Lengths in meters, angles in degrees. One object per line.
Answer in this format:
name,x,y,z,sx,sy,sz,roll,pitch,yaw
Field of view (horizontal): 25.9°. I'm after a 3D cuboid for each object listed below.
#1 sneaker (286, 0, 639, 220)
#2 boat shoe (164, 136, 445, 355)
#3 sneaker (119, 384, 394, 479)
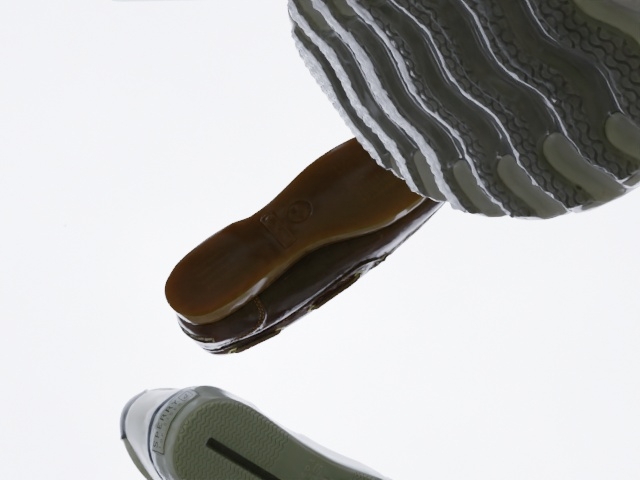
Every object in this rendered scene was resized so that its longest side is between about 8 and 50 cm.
sneaker,0.100,-0.088,0.363,0.115,0.281,0.105,-42,-77,-36
boat shoe,0.000,0.000,0.882,0.207,0.073,0.073,-30,-128,-1
sneaker,-0.021,0.164,0.893,0.258,0.091,0.094,45,-107,-31
